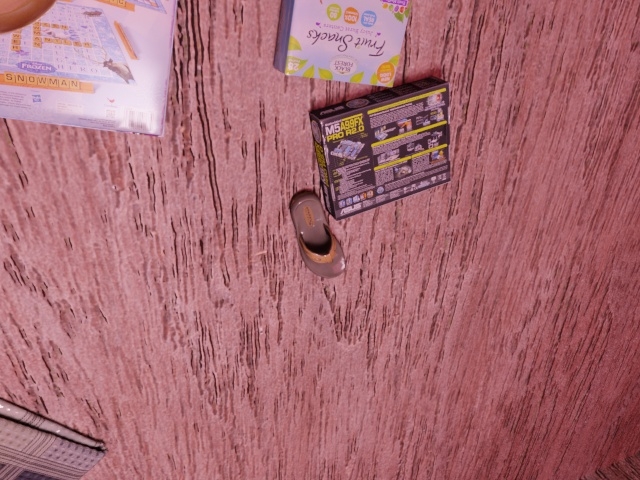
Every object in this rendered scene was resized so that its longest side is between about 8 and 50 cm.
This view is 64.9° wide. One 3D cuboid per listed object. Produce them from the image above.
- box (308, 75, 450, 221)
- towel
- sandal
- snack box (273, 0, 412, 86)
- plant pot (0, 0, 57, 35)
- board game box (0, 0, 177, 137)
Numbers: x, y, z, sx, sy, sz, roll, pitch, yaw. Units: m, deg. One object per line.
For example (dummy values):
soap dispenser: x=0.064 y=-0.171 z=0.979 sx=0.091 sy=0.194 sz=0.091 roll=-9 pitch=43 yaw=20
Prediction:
box: x=0.126 y=-0.180 z=0.990 sx=0.270 sy=0.060 sz=0.216 roll=-20 pitch=124 yaw=-13
towel: x=-0.667 y=0.465 z=1.016 sx=0.312 sy=0.056 sz=0.324 roll=-41 pitch=129 yaw=6
sandal: x=0.000 y=0.000 z=1.035 sx=0.090 sy=0.060 sz=0.219 roll=-24 pitch=125 yaw=-10
snack box: x=0.038 y=-0.357 z=0.837 sx=0.207 sy=0.070 sz=0.174 roll=0 pitch=118 yaw=-24
plant pot: x=-0.413 y=-0.359 z=0.571 sx=0.237 sy=0.032 sz=0.236 roll=-11 pitch=121 yaw=-18
board game box: x=-0.361 y=-0.318 z=0.678 sx=0.319 sy=0.066 sz=0.317 roll=3 pitch=117 yaw=-26
